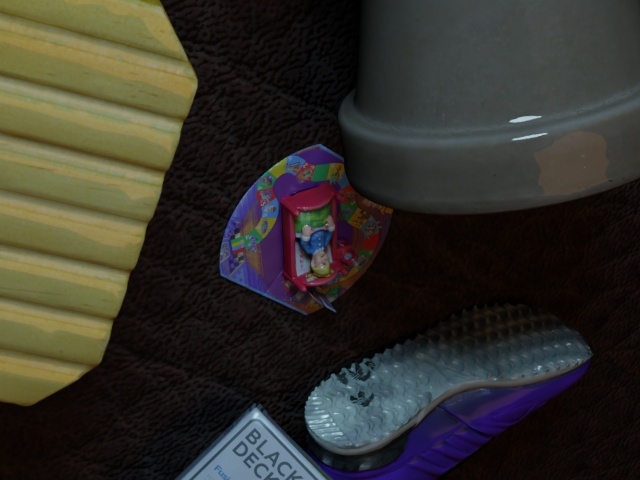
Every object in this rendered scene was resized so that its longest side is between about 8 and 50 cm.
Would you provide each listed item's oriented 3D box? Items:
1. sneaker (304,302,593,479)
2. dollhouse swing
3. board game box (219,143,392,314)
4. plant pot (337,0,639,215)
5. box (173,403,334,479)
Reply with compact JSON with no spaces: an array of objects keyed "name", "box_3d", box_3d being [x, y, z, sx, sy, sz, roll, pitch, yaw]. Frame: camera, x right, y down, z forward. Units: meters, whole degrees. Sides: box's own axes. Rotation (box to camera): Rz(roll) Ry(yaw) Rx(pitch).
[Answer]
[{"name":"sneaker","box_3d":[0.112,0.161,1.466,0.293,0.102,0.146,-18,134,-22]},{"name":"dollhouse swing","box_3d":[-0.255,-0.005,0.886,0.305,0.315,0.347,19,111,-7]},{"name":"board game box","box_3d":[0.000,0.000,1.297,0.169,0.033,0.133,28,101,-47]},{"name":"plant pot","box_3d":[0.129,-0.170,1.147,0.263,0.263,0.229,-20,113,-26]},{"name":"box","box_3d":[-0.100,0.293,1.326,0.290,0.169,0.087,-43,177,-4]}]
